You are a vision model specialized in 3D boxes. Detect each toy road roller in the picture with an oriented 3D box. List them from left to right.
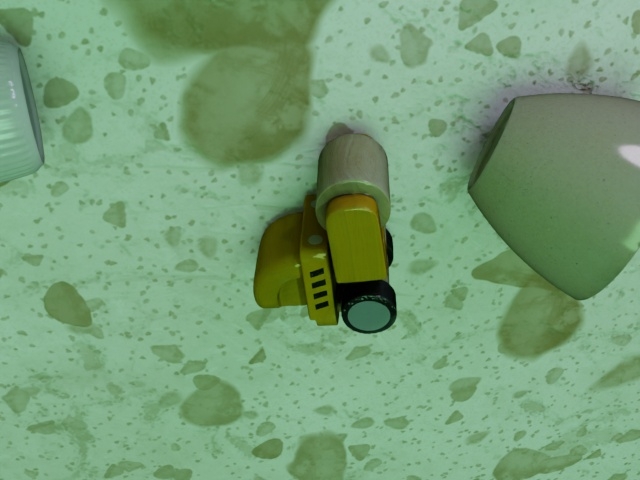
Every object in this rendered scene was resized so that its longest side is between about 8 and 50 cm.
[{"bbox_3d":[0.000,0.000,1.276,0.240,0.202,0.330,-4,130,5],"label":"toy road roller"}]

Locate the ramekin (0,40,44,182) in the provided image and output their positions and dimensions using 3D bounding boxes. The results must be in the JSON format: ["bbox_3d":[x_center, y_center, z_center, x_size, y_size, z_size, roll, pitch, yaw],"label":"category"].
[{"bbox_3d":[-0.451,-0.175,1.050,0.109,0.207,0.207,-11,129,-14],"label":"ramekin"}]

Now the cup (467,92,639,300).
[{"bbox_3d":[0.378,-0.104,1.225,0.237,0.331,0.331,26,122,2],"label":"cup"}]
